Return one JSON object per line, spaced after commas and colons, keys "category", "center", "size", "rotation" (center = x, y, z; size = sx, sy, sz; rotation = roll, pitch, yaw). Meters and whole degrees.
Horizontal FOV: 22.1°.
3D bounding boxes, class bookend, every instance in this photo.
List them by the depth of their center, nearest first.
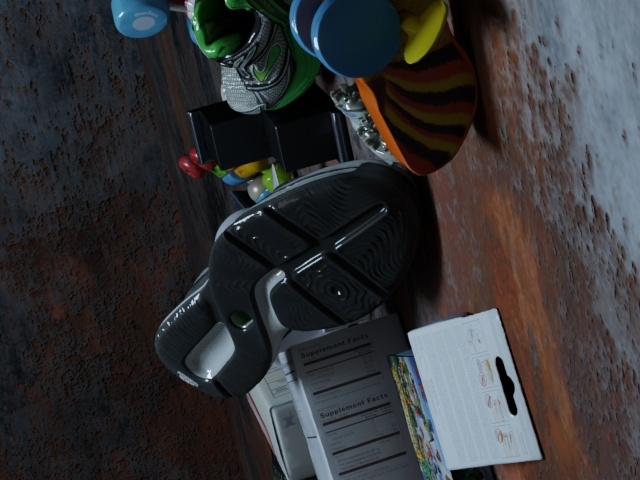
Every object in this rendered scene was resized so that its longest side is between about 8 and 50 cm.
{"category": "bookend", "center": [-0.060, -0.120, 1.921], "size": [0.157, 0.156, 0.072], "rotation": [-129, 25, -64]}

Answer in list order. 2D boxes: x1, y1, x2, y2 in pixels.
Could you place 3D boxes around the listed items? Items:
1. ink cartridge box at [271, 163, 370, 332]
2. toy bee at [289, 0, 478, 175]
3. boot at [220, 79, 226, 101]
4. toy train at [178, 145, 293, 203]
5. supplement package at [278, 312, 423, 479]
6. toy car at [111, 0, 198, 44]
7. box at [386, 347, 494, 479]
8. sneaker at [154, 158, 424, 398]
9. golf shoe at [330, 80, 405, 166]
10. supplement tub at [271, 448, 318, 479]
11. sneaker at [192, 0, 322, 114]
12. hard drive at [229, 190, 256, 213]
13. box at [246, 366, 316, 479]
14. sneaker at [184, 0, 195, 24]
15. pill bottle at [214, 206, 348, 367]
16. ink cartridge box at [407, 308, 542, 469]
{"category": "ink cartridge box", "center": [0.000, 0.000, 2.048], "size": [0.115, 0.067, 0.198], "rotation": [91, 159, -60]}
{"category": "toy bee", "center": [0.049, -0.201, 1.281], "size": [0.298, 0.162, 0.195], "rotation": [48, -178, -44]}
{"category": "boot", "center": [-0.103, -0.213, 2.311], "size": [0.158, 0.059, 0.084], "rotation": [85, 160, -46]}
{"category": "toy train", "center": [-0.097, -0.117, 2.267], "size": [0.143, 0.105, 0.248], "rotation": [37, 167, -9]}
{"category": "supplement package", "center": [0.055, 0.223, 1.907], "size": [0.139, 0.134, 0.244], "rotation": [138, 115, -80]}
{"category": "toy car", "center": [-0.161, -0.405, 2.085], "size": [0.238, 0.210, 0.219], "rotation": [-46, 47, 47]}
{"category": "box", "center": [0.136, 0.227, 1.722], "size": [0.159, 0.044, 0.233], "rotation": [156, 97, -80]}
{"category": "sneaker", "center": [-0.013, -0.021, 1.789], "size": [0.169, 0.257, 0.447], "rotation": [38, 140, -11]}
{"category": "golf shoe", "center": [0.072, -0.102, 1.538], "size": [0.086, 0.069, 0.176], "rotation": [56, -178, -27]}
{"category": "supplement tub", "center": [-0.019, 0.341, 2.584], "size": [0.190, 0.117, 0.117], "rotation": [89, 162, -58]}
{"category": "sneaker", "center": [-0.083, -0.235, 1.757], "size": [0.134, 0.146, 0.343], "rotation": [50, 161, 17]}
{"category": "hard drive", "center": [-0.083, 0.050, 2.641], "size": [0.172, 0.054, 0.254], "rotation": [-133, 28, -69]}
{"category": "box", "center": [-0.018, 0.204, 2.249], "size": [0.232, 0.148, 0.127], "rotation": [-124, 19, -61]}
{"category": "sneaker", "center": [-0.093, -0.307, 1.943], "size": [0.112, 0.121, 0.299], "rotation": [39, 168, 14]}
{"category": "pill bottle", "center": [-0.065, 0.053, 2.250], "size": [0.272, 0.152, 0.152], "rotation": [-127, 23, -63]}
{"category": "ink cartridge box", "center": [0.155, 0.137, 1.537], "size": [0.179, 0.045, 0.145], "rotation": [-23, 82, 62]}
